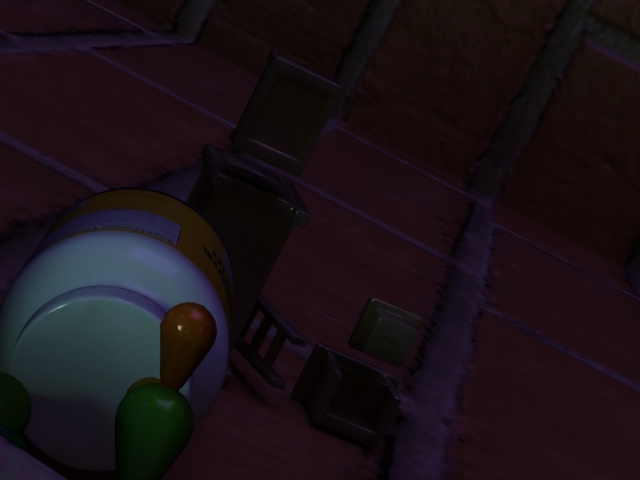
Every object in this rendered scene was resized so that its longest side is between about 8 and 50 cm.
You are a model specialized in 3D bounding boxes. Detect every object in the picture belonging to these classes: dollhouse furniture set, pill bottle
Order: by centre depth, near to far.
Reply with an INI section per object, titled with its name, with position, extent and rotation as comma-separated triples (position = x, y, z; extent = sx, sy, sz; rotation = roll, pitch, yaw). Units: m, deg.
[pill bottle]
position = -0.092, 0.040, 0.740
extent = 0.103, 0.103, 0.184
rotation = 26, 10, -7
[dollhouse furniture set]
position = 0.000, 0.000, 0.955
extent = 0.161, 0.181, 0.101
rotation = 25, 10, -14

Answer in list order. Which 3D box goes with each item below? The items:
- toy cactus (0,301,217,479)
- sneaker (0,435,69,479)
[toy cactus]
position = -0.082, 0.097, 0.532
extent = 0.181, 0.112, 0.219
rotation = 2, 33, -45
[sneaker]
position = -0.158, 0.066, 0.391
extent = 0.302, 0.108, 0.121
rotation = 31, 9, -9
